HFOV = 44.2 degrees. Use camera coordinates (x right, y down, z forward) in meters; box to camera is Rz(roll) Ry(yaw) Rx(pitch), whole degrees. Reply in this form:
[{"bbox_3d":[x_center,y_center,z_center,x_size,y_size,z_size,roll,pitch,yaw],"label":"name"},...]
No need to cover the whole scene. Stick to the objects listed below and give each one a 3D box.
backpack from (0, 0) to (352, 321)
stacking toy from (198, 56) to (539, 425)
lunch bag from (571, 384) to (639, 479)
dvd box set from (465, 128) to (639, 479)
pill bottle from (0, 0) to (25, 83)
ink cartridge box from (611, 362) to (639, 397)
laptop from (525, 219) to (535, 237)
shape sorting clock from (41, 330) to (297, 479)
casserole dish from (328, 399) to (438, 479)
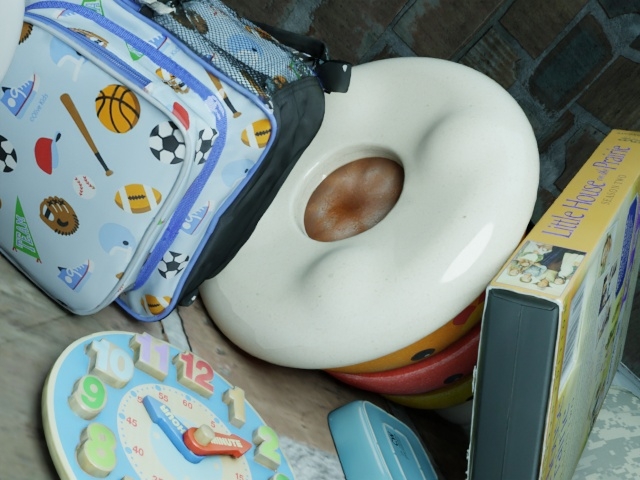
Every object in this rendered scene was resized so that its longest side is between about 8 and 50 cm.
[{"bbox_3d":[-0.165,-0.092,0.602,0.263,0.276,0.213,41,26,9],"label":"backpack"},{"bbox_3d":[0.119,0.069,0.884,0.480,0.350,0.351,51,4,-44],"label":"stacking toy"},{"bbox_3d":[0.358,0.316,0.902,0.256,0.213,0.305,18,20,-19],"label":"lunch bag"},{"bbox_3d":[0.250,0.093,0.784,0.062,0.308,0.420,13,30,27],"label":"dvd box set"},{"bbox_3d":[-0.368,-0.228,0.442,0.408,0.229,0.229,47,14,19],"label":"pill bottle"},{"bbox_3d":[0.512,0.354,1.274,0.285,0.166,0.395,43,14,2],"label":"ink cartridge box"},{"bbox_3d":[0.172,-0.007,1.055,0.234,0.136,0.264,51,-1,-10],"label":"laptop"},{"bbox_3d":[-0.086,0.137,0.513,0.206,0.040,0.206,39,13,-11],"label":"shape sorting clock"},{"bbox_3d":[0.069,0.215,0.727,0.114,0.037,0.188,36,14,-26],"label":"casserole dish"}]
